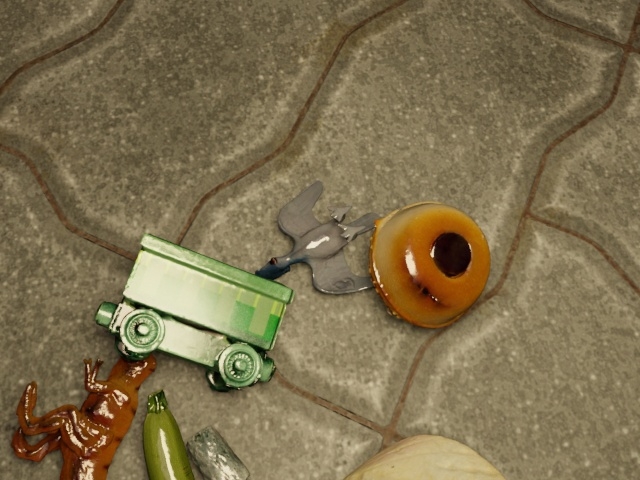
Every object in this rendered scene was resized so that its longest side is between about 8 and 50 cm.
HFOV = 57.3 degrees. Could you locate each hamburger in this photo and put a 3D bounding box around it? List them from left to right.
[{"bbox_3d":[0.189,0.041,1.015,0.237,0.147,0.237,4,78,-19],"label":"hamburger"}]

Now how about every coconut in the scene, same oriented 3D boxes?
[{"bbox_3d":[0.144,0.432,0.806,0.328,0.329,0.329,1,68,-2],"label":"coconut"}]

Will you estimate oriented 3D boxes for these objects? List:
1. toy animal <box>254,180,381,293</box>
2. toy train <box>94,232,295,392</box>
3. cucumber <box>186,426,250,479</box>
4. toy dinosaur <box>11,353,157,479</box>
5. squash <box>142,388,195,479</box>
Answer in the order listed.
[{"bbox_3d":[0.000,0.000,1.074,0.255,0.176,0.239,-12,69,-44],"label":"toy animal"},{"bbox_3d":[-0.199,0.124,0.956,0.301,0.120,0.202,22,70,-16],"label":"toy train"},{"bbox_3d":[-0.165,0.354,0.932,0.064,0.064,0.112,-40,74,-16],"label":"cucumber"},{"bbox_3d":[-0.386,0.321,0.920,0.208,0.097,0.432,11,68,-5],"label":"toy dinosaur"},{"bbox_3d":[-0.236,0.364,0.922,0.066,0.066,0.252,-19,72,-9],"label":"squash"}]
